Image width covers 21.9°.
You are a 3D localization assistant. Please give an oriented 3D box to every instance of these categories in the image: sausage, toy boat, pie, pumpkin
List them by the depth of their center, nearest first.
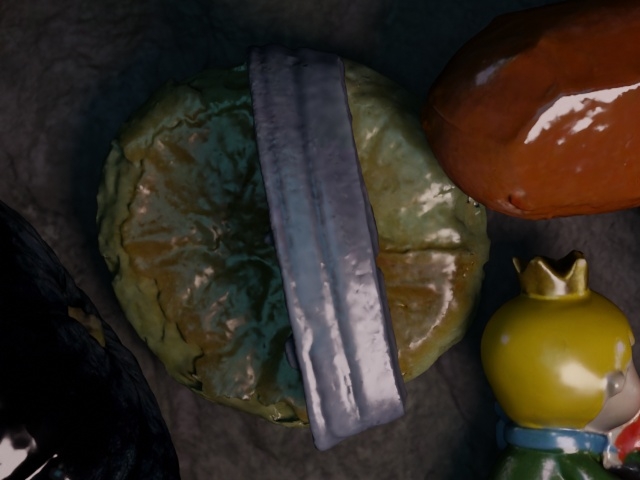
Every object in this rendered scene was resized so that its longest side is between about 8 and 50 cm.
[{"bbox_3d":[-0.258,0.128,1.135,0.266,0.363,0.363,-32,88,-6],"label":"pumpkin"},{"bbox_3d":[0.000,0.000,1.147,0.078,0.127,0.283,-10,92,6],"label":"toy boat"},{"bbox_3d":[0.204,-0.098,1.159,0.268,0.141,0.153,-12,120,-5],"label":"sausage"},{"bbox_3d":[-0.019,-0.001,1.246,0.306,0.071,0.306,0,94,7],"label":"pie"}]

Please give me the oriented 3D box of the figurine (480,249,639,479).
[{"bbox_3d":[0.204,0.128,1.204,0.185,0.127,0.234,6,83,2],"label":"figurine"}]
